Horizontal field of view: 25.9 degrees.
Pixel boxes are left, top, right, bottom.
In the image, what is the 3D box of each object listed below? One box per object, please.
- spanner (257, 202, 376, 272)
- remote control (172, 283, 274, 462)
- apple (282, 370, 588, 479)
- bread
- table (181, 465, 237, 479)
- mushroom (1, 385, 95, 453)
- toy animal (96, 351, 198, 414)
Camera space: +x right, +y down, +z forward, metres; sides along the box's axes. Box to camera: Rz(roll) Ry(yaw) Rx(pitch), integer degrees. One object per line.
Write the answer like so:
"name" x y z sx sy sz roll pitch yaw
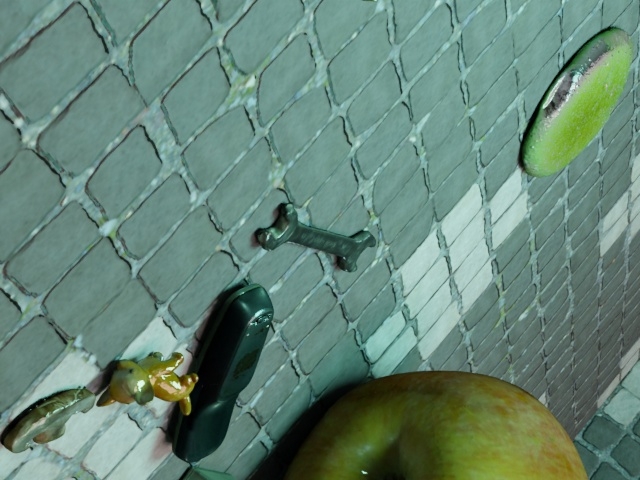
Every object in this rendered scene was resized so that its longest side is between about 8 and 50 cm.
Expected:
"spanner" 0.000 0.000 1.447 0.054 0.015 0.254 -56 157 8
"remote control" -0.100 0.138 1.418 0.072 0.042 0.222 -21 141 -48
"apple" 0.140 0.343 1.751 0.391 0.391 0.346 -52 149 -4
"bread" 0.344 -0.176 1.831 0.228 0.033 0.228 -41 152 -27
"table" -0.157 0.388 1.577 0.240 0.111 0.121 -53 158 0
"mushroom" -0.235 0.156 1.216 0.101 0.019 0.049 -29 148 -44
"toy animal" -0.160 0.139 1.284 0.083 0.060 0.081 -35 117 -45
